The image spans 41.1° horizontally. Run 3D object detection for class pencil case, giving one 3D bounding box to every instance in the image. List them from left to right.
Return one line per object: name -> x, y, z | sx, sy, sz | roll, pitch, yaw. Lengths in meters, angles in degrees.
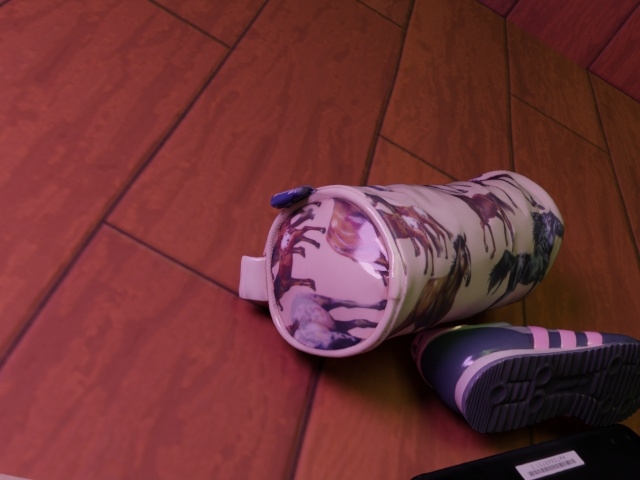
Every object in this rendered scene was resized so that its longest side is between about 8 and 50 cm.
pencil case -> 0.110, 0.010, 0.911 | 0.183, 0.160, 0.410 | 15, 14, 35

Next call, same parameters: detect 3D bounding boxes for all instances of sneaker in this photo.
sneaker -> 0.242, 0.131, 0.936 | 0.319, 0.112, 0.131 | 9, 16, -36

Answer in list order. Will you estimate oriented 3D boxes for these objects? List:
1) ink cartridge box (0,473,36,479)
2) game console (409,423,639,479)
ink cartridge box -> -0.240, 0.206, 0.424 | 0.234, 0.088, 0.193 | 20, 36, -23
game console -> 0.287, 0.332, 0.778 | 0.386, 0.060, 0.342 | 1, 39, -42
